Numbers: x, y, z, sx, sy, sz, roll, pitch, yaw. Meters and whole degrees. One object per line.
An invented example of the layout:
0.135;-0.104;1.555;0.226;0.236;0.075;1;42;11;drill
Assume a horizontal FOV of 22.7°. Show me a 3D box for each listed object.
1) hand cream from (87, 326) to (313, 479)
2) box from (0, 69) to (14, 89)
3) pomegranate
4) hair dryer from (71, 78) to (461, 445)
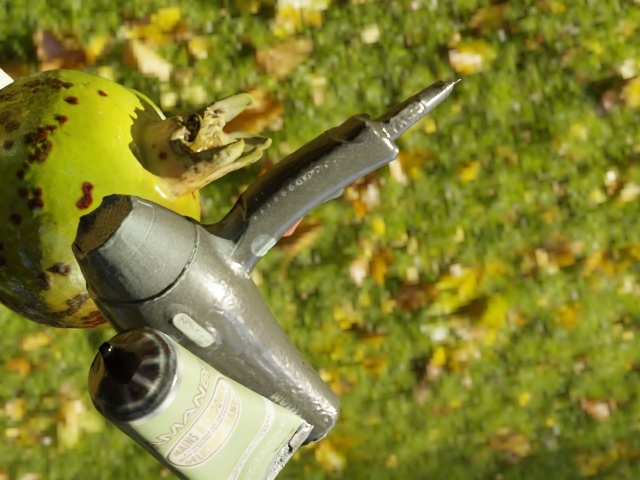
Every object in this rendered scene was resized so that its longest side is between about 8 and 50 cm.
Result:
-0.068;0.111;0.958;0.086;0.055;0.235;-54;148;-8;hand cream
-0.351;-0.072;1.281;0.067;0.233;0.149;-2;148;35;box
-0.159;-0.044;1.191;0.246;0.198;0.198;-31;149;-4;pomegranate
0.000;0.000;1.033;0.271;0.091;0.235;-40;123;8;hair dryer
